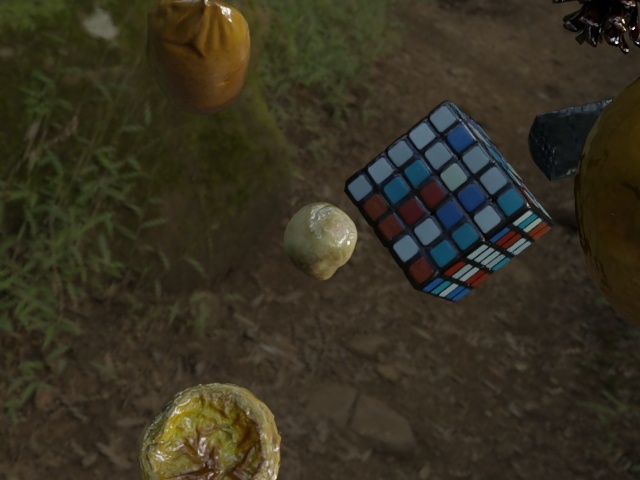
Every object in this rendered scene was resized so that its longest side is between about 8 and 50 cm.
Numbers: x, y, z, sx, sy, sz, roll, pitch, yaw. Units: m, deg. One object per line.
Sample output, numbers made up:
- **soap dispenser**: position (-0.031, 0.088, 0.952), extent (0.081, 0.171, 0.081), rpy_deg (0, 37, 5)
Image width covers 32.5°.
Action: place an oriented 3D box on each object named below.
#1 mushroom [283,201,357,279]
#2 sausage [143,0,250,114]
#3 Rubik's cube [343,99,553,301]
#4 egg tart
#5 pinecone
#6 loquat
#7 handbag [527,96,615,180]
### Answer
- **mushroom**: position (0.000, 0.000, 2.002), extent (0.112, 0.148, 0.148), rpy_deg (31, 17, -53)
- **sausage**: position (-0.154, -0.234, 1.379), extent (0.134, 0.116, 0.354), rpy_deg (24, -4, -2)
- **Rubik's cube**: position (0.171, -0.046, 1.445), extent (0.182, 0.187, 0.184), rpy_deg (56, 16, 18)
- **egg tart**: position (-0.177, 0.350, 1.801), extent (0.241, 0.241, 0.106), rpy_deg (39, -13, 16)
- **pinecone**: position (0.383, -0.328, 1.376), extent (0.208, 0.207, 0.207), rpy_deg (23, 28, -13)
- **loquat**: position (0.344, -0.047, 0.931), extent (0.276, 0.276, 0.283), rpy_deg (27, 44, -5)
- **handbag**: position (0.392, -0.148, 1.443), extent (0.175, 0.270, 0.088), rpy_deg (-24, 101, -65)
